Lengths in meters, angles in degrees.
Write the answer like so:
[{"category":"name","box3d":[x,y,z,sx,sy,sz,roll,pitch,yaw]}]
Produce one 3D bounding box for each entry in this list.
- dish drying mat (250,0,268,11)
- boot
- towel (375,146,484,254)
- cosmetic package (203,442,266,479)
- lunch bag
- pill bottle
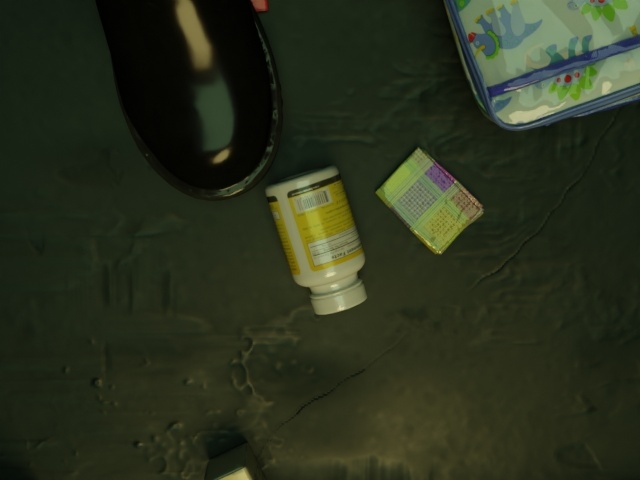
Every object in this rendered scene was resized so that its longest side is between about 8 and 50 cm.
[{"category":"dish drying mat","box3d":[-0.065,-0.231,0.667,0.032,0.008,0.083,-9,99,0]},{"category":"boot","box3d":[-0.125,-0.186,0.539,0.131,0.260,0.347,-14,97,5]},{"category":"towel","box3d":[0.096,-0.033,0.699,0.083,0.009,0.060,43,94,-6]},{"category":"cosmetic package","box3d":[-0.059,0.243,0.701,0.041,0.060,0.115,-25,96,0]},{"category":"lunch bag","box3d":[0.213,-0.187,0.630,0.219,0.090,0.176,-16,96,11]},{"category":"pill bottle","box3d":[0.000,0.000,0.670,0.065,0.065,0.116,-17,98,-1]}]
